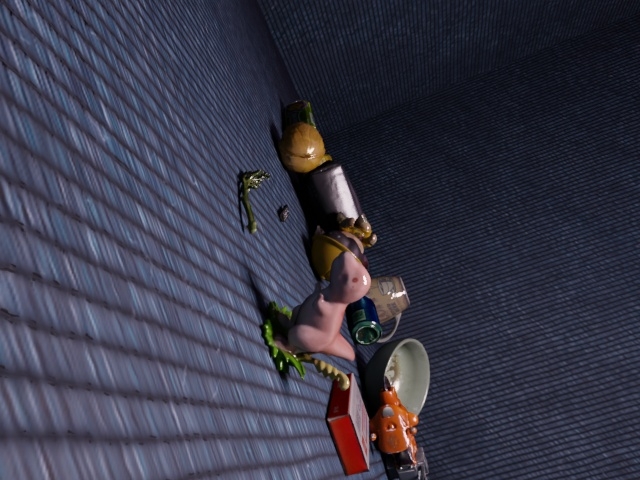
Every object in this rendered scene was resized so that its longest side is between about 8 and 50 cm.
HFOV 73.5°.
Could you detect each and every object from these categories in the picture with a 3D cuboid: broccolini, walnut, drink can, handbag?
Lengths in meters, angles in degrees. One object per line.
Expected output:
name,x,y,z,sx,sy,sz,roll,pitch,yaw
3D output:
broccolini,-0.132,-0.080,0.789,0.052,0.054,0.194,33,32,-24
walnut,-0.065,-0.309,1.422,0.206,0.159,0.159,-111,178,-62
drink can,0.166,0.301,1.647,0.205,0.118,0.118,-93,162,-64
handbag,0.027,-0.129,1.547,0.302,0.178,0.275,67,-10,-14

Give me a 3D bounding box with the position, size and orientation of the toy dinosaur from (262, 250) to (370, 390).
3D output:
toy dinosaur,0.009,0.122,0.695,0.152,0.177,0.194,-65,137,-79

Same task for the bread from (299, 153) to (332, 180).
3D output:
bread,0.024,-0.199,1.832,0.323,0.143,0.333,-62,132,-79

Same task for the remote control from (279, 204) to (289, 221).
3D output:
remote control,-0.093,-0.068,1.091,0.091,0.016,0.034,-80,166,-75

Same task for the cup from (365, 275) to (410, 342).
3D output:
cup,0.273,0.303,1.920,0.227,0.257,0.301,-34,106,-80

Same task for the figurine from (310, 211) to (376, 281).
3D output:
figurine,0.075,0.026,1.321,0.257,0.192,0.167,-44,153,-49

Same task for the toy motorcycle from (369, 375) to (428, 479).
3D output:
toy motorcycle,0.231,0.579,1.256,0.221,0.148,0.325,-68,142,-69

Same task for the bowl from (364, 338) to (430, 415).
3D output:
bowl,0.245,0.477,1.486,0.289,0.146,0.289,2,88,-45

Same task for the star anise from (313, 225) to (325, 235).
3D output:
star anise,0.000,-0.005,1.442,0.129,0.056,0.124,85,-9,-47

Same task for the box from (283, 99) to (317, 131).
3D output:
box,-0.089,-0.499,1.822,0.345,0.134,0.097,-98,170,-55

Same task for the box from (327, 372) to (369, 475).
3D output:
box,0.064,0.382,0.923,0.229,0.050,0.123,-35,107,-83
